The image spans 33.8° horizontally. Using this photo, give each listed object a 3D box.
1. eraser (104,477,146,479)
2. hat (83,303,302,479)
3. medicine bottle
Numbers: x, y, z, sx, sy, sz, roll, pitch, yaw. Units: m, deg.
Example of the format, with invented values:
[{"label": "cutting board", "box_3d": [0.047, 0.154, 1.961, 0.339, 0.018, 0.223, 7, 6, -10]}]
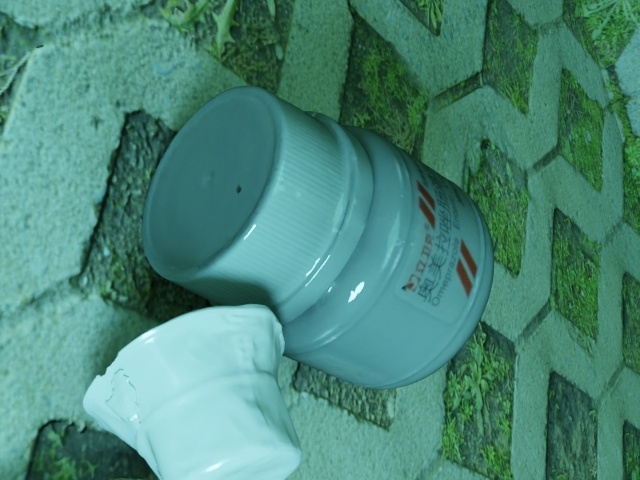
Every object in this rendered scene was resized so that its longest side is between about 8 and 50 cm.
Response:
[{"label": "eraser", "box_3d": [-0.203, 0.260, 0.847, 0.172, 0.058, 0.117, 4, 76, -55]}, {"label": "hat", "box_3d": [-0.090, 0.158, 0.900, 0.203, 0.203, 0.126, 13, 39, -53]}, {"label": "medicine bottle", "box_3d": [0.000, 0.000, 1.066, 0.306, 0.245, 0.245, 27, 57, -39]}]
